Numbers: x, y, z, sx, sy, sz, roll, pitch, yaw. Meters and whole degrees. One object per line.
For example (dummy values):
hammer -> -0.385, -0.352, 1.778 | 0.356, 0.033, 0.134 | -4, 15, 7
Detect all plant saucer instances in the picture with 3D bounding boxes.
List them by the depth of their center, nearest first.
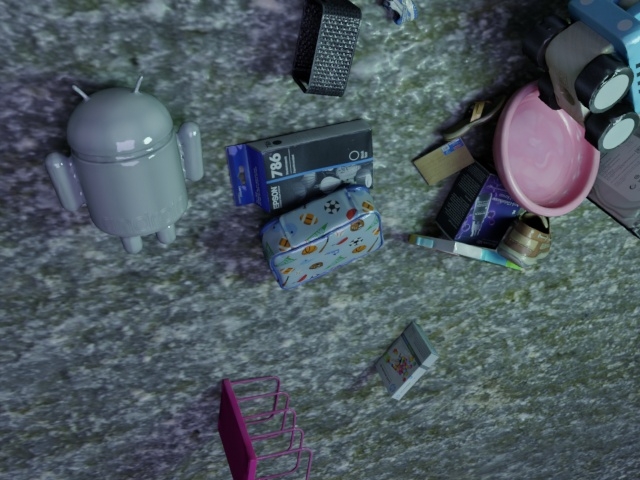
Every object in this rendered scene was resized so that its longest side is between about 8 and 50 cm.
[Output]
plant saucer -> 0.543, -0.224, 1.575 | 0.332, 0.084, 0.332 | -1, 92, -28

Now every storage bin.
storage bin -> 0.010, -0.395, 1.300 | 0.084, 0.122, 0.180 | 2, 122, -21

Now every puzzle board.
puzzle board -> 0.309, -0.199, 1.602 | 0.128, 0.011, 0.096 | -29, 131, 17

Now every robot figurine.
robot figurine -> -0.377, -0.149, 1.270 | 0.300, 0.200, 0.353 | -20, 128, -20

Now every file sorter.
file sorter -> -0.157, 0.545, 1.775 | 0.182, 0.290, 0.202 | -4, 124, -22

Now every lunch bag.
lunch bag -> 0.000, 0.000, 1.545 | 0.303, 0.115, 0.243 | -22, 154, -4

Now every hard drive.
hard drive -> 0.772, -0.178, 1.605 | 0.064, 0.339, 0.237 | 34, 107, -33

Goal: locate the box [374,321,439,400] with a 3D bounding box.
box -> 0.252, 0.354, 1.891 | 0.038, 0.145, 0.186 | 27, 111, -30

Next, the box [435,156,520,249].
box -> 0.423, -0.095, 1.673 | 0.153, 0.108, 0.207 | 9, 119, -27

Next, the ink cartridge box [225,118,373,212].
ink cartridge box -> -0.041, -0.165, 1.477 | 0.333, 0.065, 0.165 | -14, 127, -11

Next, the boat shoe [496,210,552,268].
boat shoe -> 0.559, -0.022, 1.682 | 0.324, 0.123, 0.116 | -31, 146, -62

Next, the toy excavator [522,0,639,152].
toy excavator -> 0.652, -0.466, 1.286 | 0.445, 0.222, 0.433 | -38, 142, 7

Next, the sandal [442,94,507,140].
sandal -> 0.368, -0.303, 1.544 | 0.180, 0.072, 0.049 | -31, 107, 7

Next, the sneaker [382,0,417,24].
sneaker -> 0.154, -0.505, 1.326 | 0.058, 0.052, 0.135 | -30, 128, 6

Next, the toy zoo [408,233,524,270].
toy zoo -> 0.367, 0.026, 1.686 | 0.293, 0.192, 0.030 | 14, 90, -28
